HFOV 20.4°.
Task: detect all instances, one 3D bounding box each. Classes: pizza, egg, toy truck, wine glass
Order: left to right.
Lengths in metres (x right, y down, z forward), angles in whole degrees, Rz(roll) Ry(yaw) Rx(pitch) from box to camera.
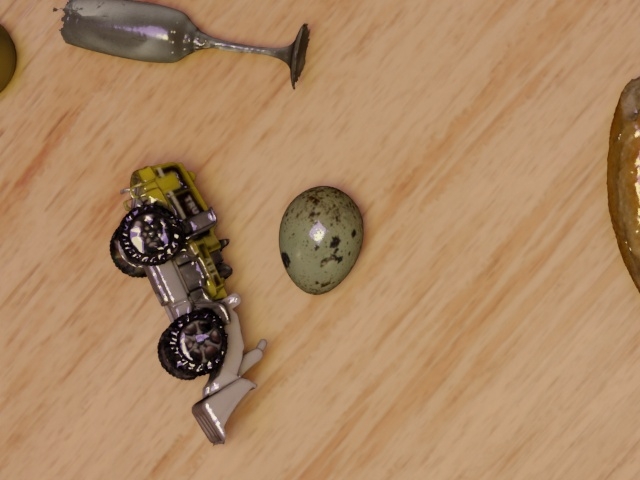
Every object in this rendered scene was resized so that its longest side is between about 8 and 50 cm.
[{"bbox_3d":[-0.143,-0.208,1.814,0.262,0.074,0.074,10,91,10],"label":"wine glass"},{"bbox_3d":[-0.126,0.060,1.779,0.111,0.136,0.285,-22,87,-12],"label":"toy truck"},{"bbox_3d":[0.000,0.000,1.780,0.085,0.085,0.110,9,105,9],"label":"egg"},{"bbox_3d":[0.400,-0.017,1.714,0.226,0.086,0.335,-24,88,4],"label":"pizza"}]

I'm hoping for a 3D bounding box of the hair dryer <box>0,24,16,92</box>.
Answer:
[{"bbox_3d":[-0.462,-0.188,1.852,0.279,0.135,0.090,-1,92,26],"label":"hair dryer"}]
